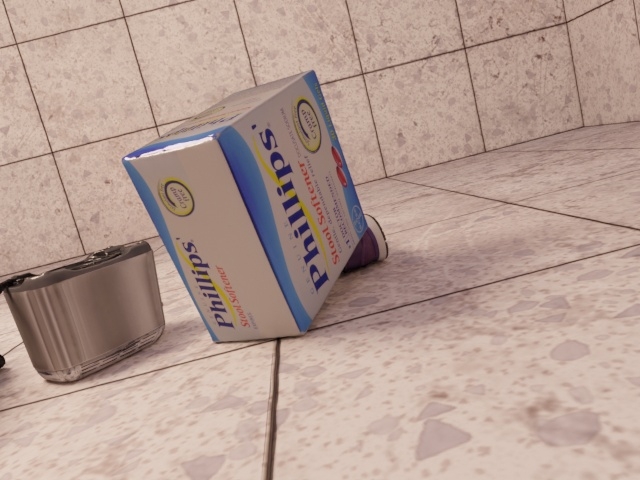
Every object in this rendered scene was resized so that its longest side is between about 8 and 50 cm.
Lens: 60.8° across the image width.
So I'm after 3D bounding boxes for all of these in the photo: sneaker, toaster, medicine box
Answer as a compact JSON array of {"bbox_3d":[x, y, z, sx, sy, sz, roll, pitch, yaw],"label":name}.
[{"bbox_3d":[0.000,0.000,0.999,0.124,0.107,0.283,-24,12,-19],"label":"sneaker"},{"bbox_3d":[-0.323,0.097,0.757,0.129,0.147,0.227,-8,10,39],"label":"toaster"},{"bbox_3d":[-0.075,-0.055,0.739,0.149,0.264,0.289,-9,25,26],"label":"medicine box"}]

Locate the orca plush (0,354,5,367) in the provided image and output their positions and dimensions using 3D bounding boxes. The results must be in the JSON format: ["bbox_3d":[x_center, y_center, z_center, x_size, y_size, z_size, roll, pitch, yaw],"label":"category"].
[{"bbox_3d":[-0.559,0.140,0.857,0.151,0.102,0.287,15,-24,-15],"label":"orca plush"}]
